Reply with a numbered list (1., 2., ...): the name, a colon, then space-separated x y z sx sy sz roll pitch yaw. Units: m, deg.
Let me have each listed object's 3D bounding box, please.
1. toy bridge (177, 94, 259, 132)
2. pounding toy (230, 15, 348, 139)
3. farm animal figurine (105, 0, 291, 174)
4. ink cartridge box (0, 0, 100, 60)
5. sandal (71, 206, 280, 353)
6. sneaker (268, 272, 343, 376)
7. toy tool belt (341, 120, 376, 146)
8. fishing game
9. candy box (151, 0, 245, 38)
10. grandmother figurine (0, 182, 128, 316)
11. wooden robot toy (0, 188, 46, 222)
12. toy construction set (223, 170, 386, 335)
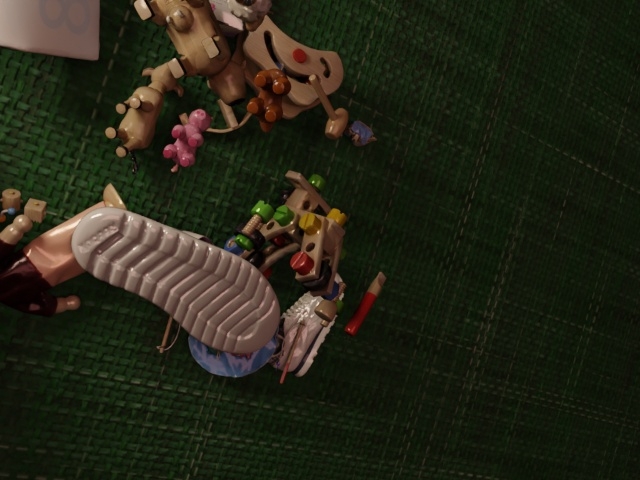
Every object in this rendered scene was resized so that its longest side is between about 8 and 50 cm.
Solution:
1. toy bridge: -0.179 -0.245 1.143 0.188 0.026 0.063 -27 106 -21
2. pounding toy: -0.028 -0.333 1.122 0.269 0.155 0.154 41 61 -17
3. farm animal figurine: -0.212 -0.297 1.010 0.330 0.172 0.326 -7 109 9
4. ink cartridge box: -0.476 -0.428 0.810 0.385 0.091 0.308 -20 121 -62
5. sandal: -0.237 0.059 1.056 0.416 0.102 0.169 39 92 -31
6. sneaker: -0.032 0.163 1.226 0.095 0.090 0.235 28 82 -16
7. toy tool belt: 0.077 -0.232 1.252 0.083 0.051 0.052 27 83 -25
8. fishing game: -0.167 0.177 1.153 0.264 0.041 0.189 21 87 -10
9. candy box: -0.213 -0.493 1.078 0.165 0.070 0.196 8 91 -26
10. grandmother figurine: -0.475 0.047 0.995 0.342 0.104 0.208 -30 121 -18
11. wooden robot toy: -0.551 -0.043 0.979 0.173 0.076 0.079 1 130 -26
12. toy construction set: 0.000 0.000 1.132 0.309 0.257 0.237 40 69 -14
